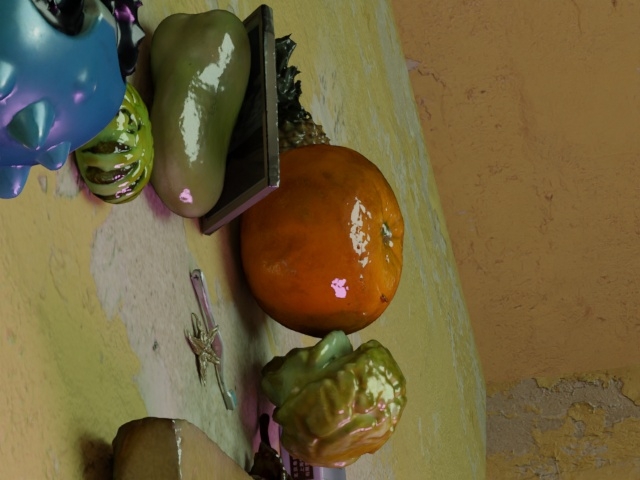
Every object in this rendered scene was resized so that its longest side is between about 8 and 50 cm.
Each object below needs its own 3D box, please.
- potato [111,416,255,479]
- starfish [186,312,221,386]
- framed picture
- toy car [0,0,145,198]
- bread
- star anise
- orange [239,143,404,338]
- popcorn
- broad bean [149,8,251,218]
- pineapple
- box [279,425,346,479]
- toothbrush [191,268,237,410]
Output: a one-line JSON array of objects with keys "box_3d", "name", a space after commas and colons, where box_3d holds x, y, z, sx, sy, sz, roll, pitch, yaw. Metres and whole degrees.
[{"box_3d": [-0.152, 0.336, 1.378, 0.269, 0.112, 0.255, 53, 34, -58], "name": "potato"}, {"box_3d": [-0.148, 0.137, 1.718, 0.092, 0.016, 0.086, 47, 41, -57], "name": "starfish"}, {"box_3d": [-0.108, -0.155, 1.781, 0.023, 0.189, 0.260, 9, 67, -31], "name": "framed picture"}, {"box_3d": [-0.256, -0.132, 1.070, 0.255, 0.188, 0.190, 39, 53, -75], "name": "toy car"}, {"box_3d": [-0.220, -0.111, 1.461, 0.130, 0.071, 0.139, 57, 28, -70], "name": "bread"}, {"box_3d": [-0.069, 0.328, 1.823, 0.177, 0.073, 0.234, 71, 5, -70], "name": "star anise"}, {"box_3d": [0.000, 0.000, 1.968, 0.284, 0.226, 0.284, -6, 90, -73], "name": "orange"}, {"box_3d": [0.022, 0.222, 1.912, 0.184, 0.204, 0.221, 69, -22, 11], "name": "popcorn"}, {"box_3d": [-0.161, -0.155, 1.688, 0.189, 0.121, 0.263, 61, 38, -68], "name": "broad bean"}, {"box_3d": [-0.054, -0.193, 2.116, 0.128, 0.128, 0.248, -50, 126, -73], "name": "pineapple"}, {"box_3d": [-0.004, 0.405, 2.049, 0.155, 0.067, 0.243, 46, 37, -65], "name": "box"}, {"box_3d": [-0.137, 0.131, 1.769, 0.022, 0.017, 0.204, -52, 133, -58], "name": "toothbrush"}]
